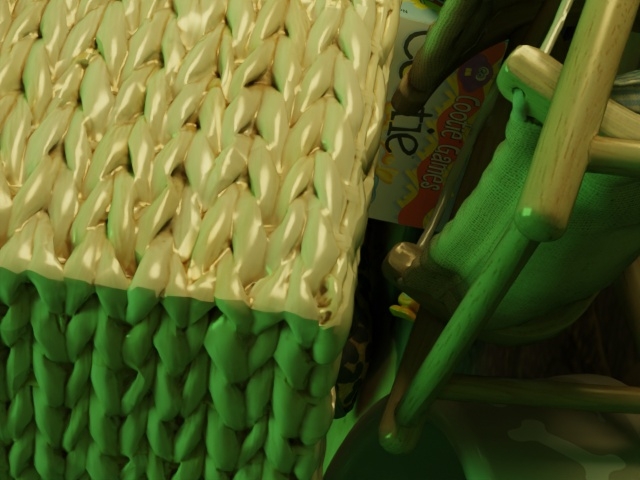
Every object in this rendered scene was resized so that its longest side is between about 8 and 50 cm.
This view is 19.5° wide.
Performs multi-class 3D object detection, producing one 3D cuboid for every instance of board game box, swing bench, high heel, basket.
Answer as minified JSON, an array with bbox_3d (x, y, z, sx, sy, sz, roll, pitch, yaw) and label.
[{"bbox_3d":[0.019,-0.147,1.229,0.275,0.142,0.144,-107,33,-55],"label":"board game box"},{"bbox_3d":[0.126,-0.063,0.767,0.253,0.165,0.254,114,160,-64],"label":"swing bench"},{"bbox_3d":[0.000,0.000,1.331,0.261,0.093,0.186,-80,-18,-66],"label":"high heel"},{"bbox_3d":[-0.112,-0.001,0.934,0.328,0.266,0.331,98,-178,-48],"label":"basket"}]

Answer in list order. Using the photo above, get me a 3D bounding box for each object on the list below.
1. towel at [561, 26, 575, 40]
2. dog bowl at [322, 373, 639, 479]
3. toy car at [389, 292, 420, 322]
[{"bbox_3d":[0.110,-0.300,1.050,0.243,0.040,0.336,39,120,35],"label":"towel"},{"bbox_3d":[0.067,0.230,0.930,0.349,0.102,0.348,-168,90,-73],"label":"dog bowl"},{"bbox_3d":[0.069,0.018,1.127,0.040,0.060,0.122,-50,19,-16],"label":"toy car"}]
